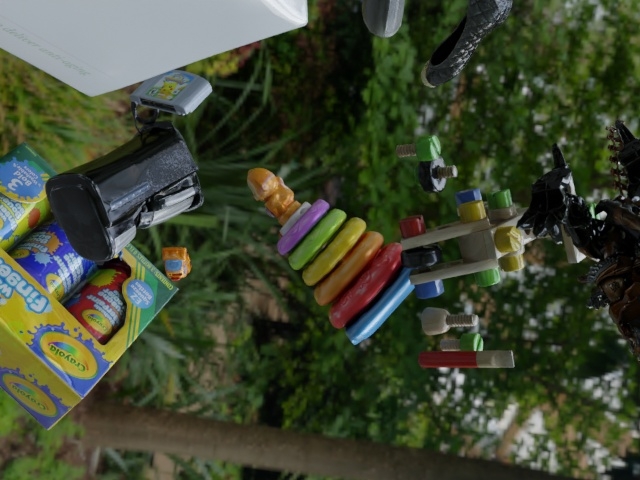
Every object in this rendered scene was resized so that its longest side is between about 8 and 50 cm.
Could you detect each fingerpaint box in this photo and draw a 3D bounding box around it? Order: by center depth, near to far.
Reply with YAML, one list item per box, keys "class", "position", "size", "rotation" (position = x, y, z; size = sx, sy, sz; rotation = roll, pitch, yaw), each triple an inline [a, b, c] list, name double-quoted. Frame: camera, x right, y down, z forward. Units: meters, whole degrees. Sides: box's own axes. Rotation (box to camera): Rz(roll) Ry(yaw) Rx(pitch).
- class: "fingerpaint box"
  position: [-0.558, 0.077, 1.842]
  size: [0.163, 0.445, 0.371]
  rotation: [-40, -172, 38]

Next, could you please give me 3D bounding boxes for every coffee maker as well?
- class: "coffee maker"
  position: [-0.263, -0.081, 1.224]
  size: [0.120, 0.171, 0.178]
  rotation: [-31, -177, 43]

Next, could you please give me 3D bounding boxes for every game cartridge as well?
- class: "game cartridge"
  position: [-0.164, -0.165, 1.037]
  size: [0.056, 0.083, 0.017]
  rotation: [-51, 143, -34]

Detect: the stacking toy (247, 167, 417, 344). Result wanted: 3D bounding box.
- class: "stacking toy"
  position: [0.000, 0.000, 1.422]
  size: [0.166, 0.302, 0.175]
  rotation: [-48, -178, 4]

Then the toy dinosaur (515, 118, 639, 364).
- class: "toy dinosaur"
  position: [0.332, -0.004, 1.030]
  size: [0.218, 0.164, 0.322]
  rotation: [42, 19, -36]

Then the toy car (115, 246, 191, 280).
- class: "toy car"
  position: [-0.232, 0.030, 1.269]
  size: [0.060, 0.122, 0.041]
  rotation: [120, -27, -57]

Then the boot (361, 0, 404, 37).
- class: "boot"
  position: [0.093, -0.393, 1.186]
  size: [0.209, 0.076, 0.190]
  rotation: [85, 13, -52]

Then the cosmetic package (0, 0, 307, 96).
- class: "cosmetic package"
  position: [-0.120, -0.287, 0.479]
  size: [0.197, 0.155, 0.366]
  rotation: [29, 56, -56]

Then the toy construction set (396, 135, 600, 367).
- class: "toy construction set"
  position: [0.258, 0.026, 1.317]
  size: [0.257, 0.237, 0.309]
  rotation: [20, 70, -55]

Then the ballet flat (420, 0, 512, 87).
- class: "ballet flat"
  position: [0.146, -0.220, 1.005]
  size: [0.173, 0.049, 0.058]
  rotation: [131, -25, -61]
